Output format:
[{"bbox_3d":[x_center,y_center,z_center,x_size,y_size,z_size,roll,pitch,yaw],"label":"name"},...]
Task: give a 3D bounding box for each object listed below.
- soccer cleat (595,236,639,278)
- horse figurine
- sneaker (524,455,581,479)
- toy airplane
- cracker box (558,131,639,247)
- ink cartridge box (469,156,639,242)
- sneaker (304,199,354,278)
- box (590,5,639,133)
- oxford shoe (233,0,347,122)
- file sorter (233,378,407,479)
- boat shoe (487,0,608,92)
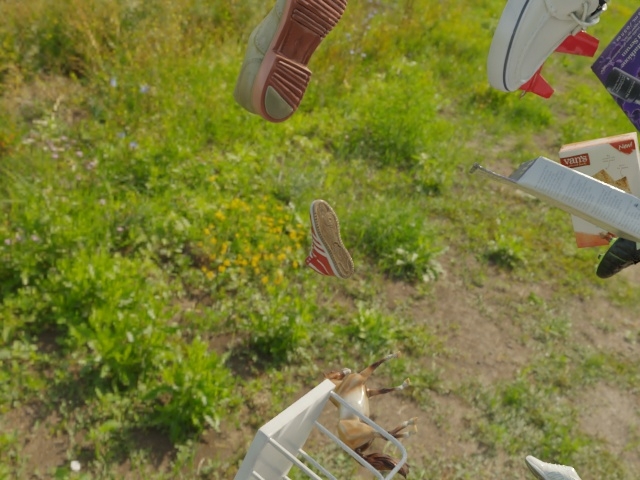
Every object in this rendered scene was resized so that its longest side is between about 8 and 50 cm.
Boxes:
[{"bbox_3d":[0.467,-0.001,0.986,0.060,0.179,0.072,20,29,-53],"label":"soccer cleat"},{"bbox_3d":[0.088,0.317,1.294,0.175,0.066,0.263,-20,42,11],"label":"horse figurine"},{"bbox_3d":[0.524,0.520,1.548,0.152,0.053,0.061,33,72,25],"label":"sneaker"},{"bbox_3d":[0.311,-0.264,0.978,0.151,0.151,0.028,9,27,-8],"label":"toy airplane"},{"bbox_3d":[0.626,-0.107,1.539,0.156,0.232,0.067,-8,17,30],"label":"cracker box"},{"bbox_3d":[0.294,-0.061,0.854,0.224,0.045,0.223,24,8,8],"label":"ink cartridge box"},{"bbox_3d":[0.000,0.000,0.995,0.042,0.118,0.067,-29,15,-33],"label":"sneaker"},{"bbox_3d":[0.589,-0.282,1.196,0.108,0.153,0.207,7,46,-26],"label":"box"},{"bbox_3d":[-0.066,-0.434,1.377,0.147,0.396,0.140,27,0,41],"label":"oxford shoe"},{"bbox_3d":[-0.026,0.391,1.042,0.173,0.277,0.193,35,26,20],"label":"file sorter"},{"bbox_3d":[0.290,-0.285,0.804,0.088,0.267,0.096,37,11,32],"label":"boat shoe"}]
